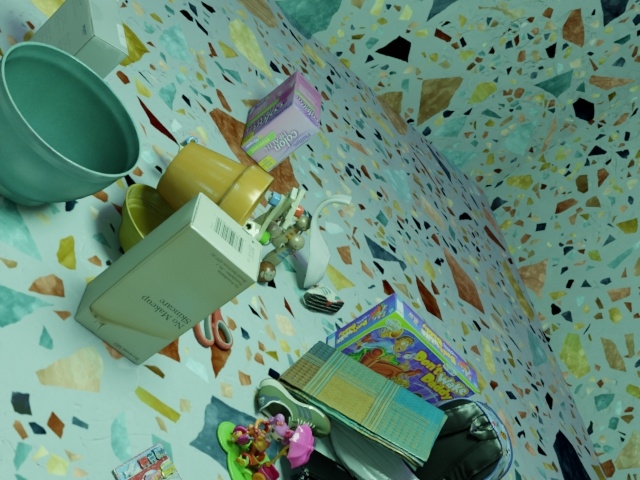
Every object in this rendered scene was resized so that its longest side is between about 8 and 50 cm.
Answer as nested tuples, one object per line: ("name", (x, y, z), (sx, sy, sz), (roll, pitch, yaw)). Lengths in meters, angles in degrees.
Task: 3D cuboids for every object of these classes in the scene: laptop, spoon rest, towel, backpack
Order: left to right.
("laptop", (-0.010, 0.549, 1.609), (0.234, 0.136, 0.264), (38, 54, -31))
("spoon rest", (0.000, 0.000, 2.075), (0.084, 0.276, 0.137), (21, 21, 2))
("towel", (0.104, 0.373, 1.823), (0.370, 0.040, 0.271), (28, 20, 14))
("backpack", (0.348, 0.531, 1.981), (0.213, 0.263, 0.277), (14, 45, -56))

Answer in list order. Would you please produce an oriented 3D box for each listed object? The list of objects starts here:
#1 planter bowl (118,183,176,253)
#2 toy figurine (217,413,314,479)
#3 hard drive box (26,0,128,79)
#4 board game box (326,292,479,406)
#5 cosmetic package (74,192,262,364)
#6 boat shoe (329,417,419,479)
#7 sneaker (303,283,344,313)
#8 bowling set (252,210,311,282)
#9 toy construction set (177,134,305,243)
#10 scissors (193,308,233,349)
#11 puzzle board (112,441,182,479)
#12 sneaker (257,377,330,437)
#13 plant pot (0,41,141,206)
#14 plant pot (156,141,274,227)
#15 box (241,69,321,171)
("planter bowl", (-0.346, -0.005, 1.610), (0.217, 0.090, 0.217), (46, 20, -22))
("toy figurine", (-0.090, 0.387, 1.493), (0.173, 0.159, 0.130), (56, 24, 5))
("hard drive box", (-0.519, -0.392, 1.635), (0.089, 0.232, 0.181), (26, 37, -47))
("board game box", (0.214, 0.322, 2.045), (0.347, 0.233, 0.078), (44, 26, -22))
("cosmetic package", (-0.269, 0.073, 1.393), (0.160, 0.309, 0.113), (42, 26, -24))
("boat shoe", (0.138, 0.533, 1.781), (0.335, 0.121, 0.119), (47, -23, 23))
("sneaker", (-0.005, 0.149, 2.105), (0.161, 0.057, 0.075), (20, 26, -51))
("bowling set", (-0.109, -0.003, 1.974), (0.287, 0.154, 0.200), (21, 40, -50))
("toy construction set", (-0.207, -0.093, 1.826), (0.327, 0.151, 0.215), (23, 71, -5))
("scissors", (-0.245, 0.115, 1.732), (0.109, 0.021, 0.297), (30, 35, -40))
("puzzle board", (-0.281, 0.399, 1.308), (0.096, 0.011, 0.128), (58, 25, 7))
("sneaker", (-0.061, 0.381, 1.673), (0.192, 0.064, 0.086), (40, 25, -15))
("plant pot", (-0.504, -0.183, 1.433), (0.293, 0.196, 0.293), (41, 27, -26))
("plant pot", (-0.232, -0.102, 1.648), (0.188, 0.205, 0.205), (36, 26, -3))
("box", (-0.115, -0.361, 2.360), (0.117, 0.213, 0.243), (42, 27, -26))
